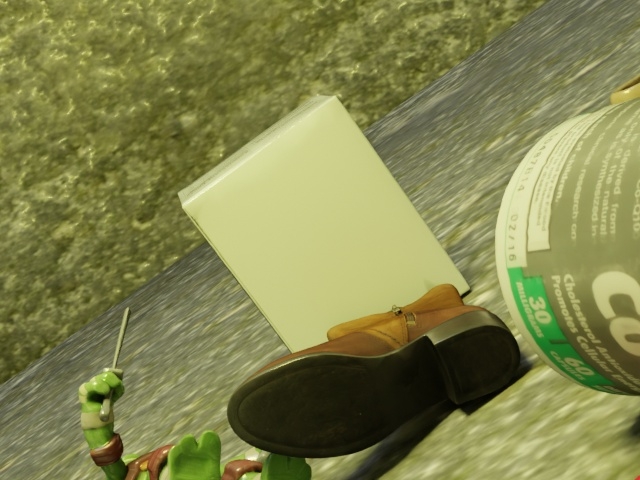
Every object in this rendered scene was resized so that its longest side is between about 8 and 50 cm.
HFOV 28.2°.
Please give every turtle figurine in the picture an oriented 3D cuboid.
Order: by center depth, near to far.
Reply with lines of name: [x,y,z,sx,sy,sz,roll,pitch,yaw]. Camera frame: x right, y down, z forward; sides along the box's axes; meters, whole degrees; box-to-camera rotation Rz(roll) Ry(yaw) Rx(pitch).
turtle figurine: [-0.120,0.176,1.218,0.275,0.198,0.266,-46,20,-22]

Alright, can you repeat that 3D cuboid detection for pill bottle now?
pill bottle: [0.278,-0.006,0.747,0.204,0.204,0.361,-40,11,-22]

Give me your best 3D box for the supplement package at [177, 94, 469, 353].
supplement package: [0.000,0.000,1.421,0.204,0.262,0.145,-36,11,-3]

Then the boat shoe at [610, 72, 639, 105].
boat shoe: [0.433,-0.208,1.382,0.341,0.110,0.121,-43,13,-34]

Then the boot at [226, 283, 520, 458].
boot: [0.033,0.103,1.211,0.264,0.096,0.280,-23,10,-4]

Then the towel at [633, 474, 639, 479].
towel: [0.161,0.166,0.590,0.275,0.031,0.199,-23,6,-42]
